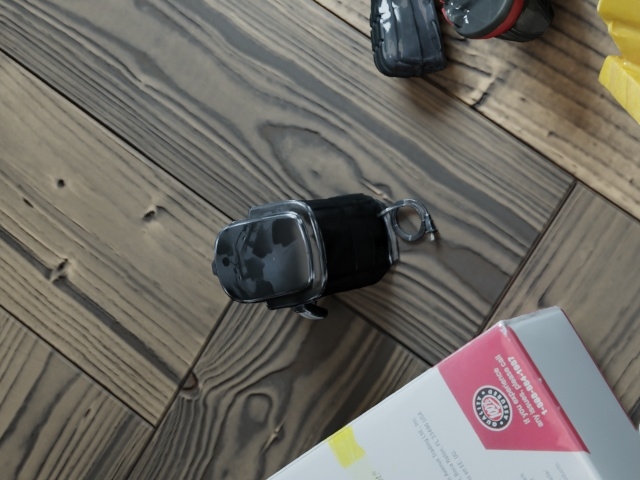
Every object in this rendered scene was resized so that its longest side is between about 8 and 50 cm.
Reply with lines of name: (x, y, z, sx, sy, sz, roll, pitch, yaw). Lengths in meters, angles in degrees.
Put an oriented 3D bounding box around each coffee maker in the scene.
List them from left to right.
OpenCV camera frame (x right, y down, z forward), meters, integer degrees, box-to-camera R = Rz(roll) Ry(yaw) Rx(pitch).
coffee maker: (0.000, 0.000, 1.891, 0.171, 0.178, 0.120, -37, 81, 21)

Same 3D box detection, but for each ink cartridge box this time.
ink cartridge box: (0.134, 0.283, 1.853, 0.385, 0.160, 0.279, -36, 79, 26)

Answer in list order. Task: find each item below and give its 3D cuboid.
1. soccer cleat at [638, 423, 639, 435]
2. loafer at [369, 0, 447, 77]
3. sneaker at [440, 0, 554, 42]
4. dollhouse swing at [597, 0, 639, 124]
soccer cleat: (0.317, 0.222, 1.855, 0.036, 0.029, 0.083, -3, 97, 18)
loafer: (0.088, -0.276, 1.898, 0.078, 0.076, 0.223, -4, 85, -13)
sneaker: (0.163, -0.307, 1.846, 0.098, 0.135, 0.276, -34, 57, 34)
dollhouse swing: (0.397, -0.202, 1.466, 0.315, 0.305, 0.347, 17, 114, 3)
